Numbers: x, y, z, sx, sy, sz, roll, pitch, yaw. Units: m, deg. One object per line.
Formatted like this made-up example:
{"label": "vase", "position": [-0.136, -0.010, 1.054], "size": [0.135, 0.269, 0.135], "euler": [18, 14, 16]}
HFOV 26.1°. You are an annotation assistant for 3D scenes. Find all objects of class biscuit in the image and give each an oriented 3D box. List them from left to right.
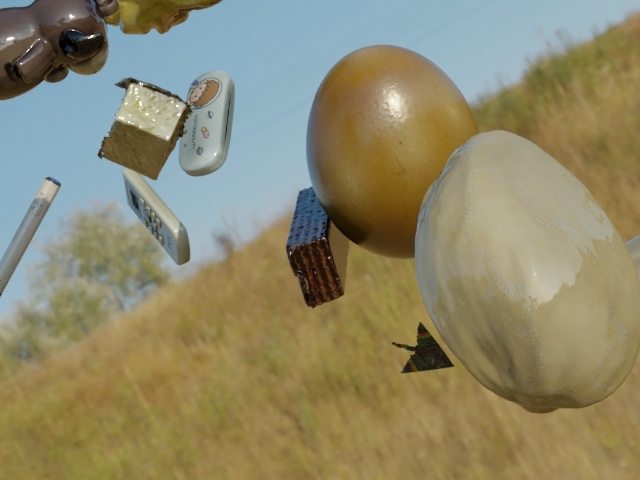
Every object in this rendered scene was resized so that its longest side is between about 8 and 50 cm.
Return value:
{"label": "biscuit", "position": [0.000, 0.000, 2.325], "size": [0.073, 0.107, 0.388], "euler": [-17, 15, 8]}

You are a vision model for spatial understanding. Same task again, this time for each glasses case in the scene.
{"label": "glasses case", "position": [-0.159, -0.166, 1.949], "size": [0.067, 0.179, 0.045], "euler": [-12, -38, 22]}

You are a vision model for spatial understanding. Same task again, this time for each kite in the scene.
{"label": "kite", "position": [0.139, 0.150, 1.855], "size": [0.122, 0.090, 0.004], "euler": [96, -164, -49]}

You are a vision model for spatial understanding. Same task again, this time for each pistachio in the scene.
{"label": "pistachio", "position": [0.217, 0.031, 1.502], "size": [0.226, 0.332, 0.208], "euler": [-26, -21, -2]}

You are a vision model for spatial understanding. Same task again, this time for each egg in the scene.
{"label": "egg", "position": [0.117, -0.141, 2.223], "size": [0.282, 0.351, 0.282], "euler": [-17, 20, 7]}

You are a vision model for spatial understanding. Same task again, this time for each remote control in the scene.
{"label": "remote control", "position": [-0.275, -0.039, 2.318], "size": [0.029, 0.190, 0.087], "euler": [-27, -37, -22]}

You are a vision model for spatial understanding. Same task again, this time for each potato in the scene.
{"label": "potato", "position": [-0.188, -0.118, 1.462], "size": [0.122, 0.086, 0.061], "euler": [129, 159, -67]}

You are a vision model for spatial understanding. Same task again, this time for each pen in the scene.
{"label": "pen", "position": [-0.502, 0.017, 2.276], "size": [0.269, 0.033, 0.033], "euler": [-62, -8, 1]}

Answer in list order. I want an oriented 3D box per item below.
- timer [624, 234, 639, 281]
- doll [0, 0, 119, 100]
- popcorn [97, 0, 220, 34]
{"label": "timer", "position": [0.474, 0.104, 2.351], "size": [0.266, 0.175, 0.175], "euler": [-20, -5, 11]}
{"label": "doll", "position": [-0.384, -0.258, 1.829], "size": [0.257, 0.182, 0.117], "euler": [-21, -51, -5]}
{"label": "popcorn", "position": [-0.286, -0.556, 2.527], "size": [0.349, 0.349, 0.382], "euler": [-35, 11, 37]}
